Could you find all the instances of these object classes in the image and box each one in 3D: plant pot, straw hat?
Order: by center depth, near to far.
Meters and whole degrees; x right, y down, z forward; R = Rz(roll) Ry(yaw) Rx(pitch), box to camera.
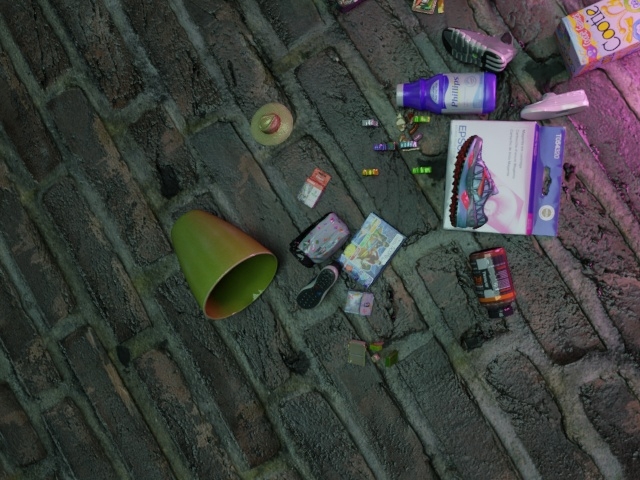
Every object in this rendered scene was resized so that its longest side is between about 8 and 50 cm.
[{"bbox_3d":[-0.330,0.045,1.792,0.293,0.274,0.275,45,101,24],"label":"plant pot"},{"bbox_3d":[-0.163,-0.371,1.823,0.144,0.061,0.145,0,92,13],"label":"straw hat"}]

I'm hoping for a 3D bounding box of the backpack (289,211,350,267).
[{"bbox_3d":[0.000,0.000,1.769,0.182,0.152,0.115,-43,88,-2],"label":"backpack"}]

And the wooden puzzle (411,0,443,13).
[{"bbox_3d":[0.314,-0.719,1.727,0.116,0.014,0.079,9,94,13],"label":"wooden puzzle"}]

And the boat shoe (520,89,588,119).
[{"bbox_3d":[0.661,-0.389,1.638,0.184,0.066,0.063,-9,76,15],"label":"boat shoe"}]

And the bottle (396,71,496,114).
[{"bbox_3d":[0.365,-0.428,1.685,0.282,0.092,0.118,3,94,13],"label":"bottle"}]

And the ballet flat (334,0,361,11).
[{"bbox_3d":[0.129,-0.765,1.739,0.203,0.074,0.074,-32,85,12],"label":"ballet flat"}]

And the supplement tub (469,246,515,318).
[{"bbox_3d":[0.501,0.123,1.668,0.105,0.106,0.198,-13,89,13],"label":"supplement tub"}]

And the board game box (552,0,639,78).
[{"bbox_3d":[0.800,-0.574,1.556,0.275,0.142,0.145,-22,87,12],"label":"board game box"}]

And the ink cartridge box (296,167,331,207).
[{"bbox_3d":[-0.022,-0.166,1.815,0.062,0.029,0.115,32,99,10],"label":"ink cartridge box"}]

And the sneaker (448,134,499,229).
[{"bbox_3d":[0.438,-0.162,1.623,0.125,0.104,0.262,6,99,-3],"label":"sneaker"}]

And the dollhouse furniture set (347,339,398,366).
[{"bbox_3d":[0.161,0.351,1.796,0.151,0.058,0.076,6,101,32],"label":"dollhouse furniture set"}]

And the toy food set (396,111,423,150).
[{"bbox_3d":[0.271,-0.332,1.749,0.077,0.019,0.122,-4,87,13],"label":"toy food set"}]

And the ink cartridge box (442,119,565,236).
[{"bbox_3d":[0.530,-0.180,1.671,0.329,0.071,0.325,4,92,14],"label":"ink cartridge box"}]

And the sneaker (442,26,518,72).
[{"bbox_3d":[0.472,-0.572,1.673,0.132,0.086,0.228,-36,59,-20],"label":"sneaker"}]

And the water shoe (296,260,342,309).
[{"bbox_3d":[0.002,0.144,1.803,0.073,0.080,0.203,46,126,3],"label":"water shoe"}]

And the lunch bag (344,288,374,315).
[{"bbox_3d":[0.120,0.191,1.785,0.083,0.053,0.071,12,96,3],"label":"lunch bag"}]

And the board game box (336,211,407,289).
[{"bbox_3d":[0.155,0.032,1.779,0.136,0.035,0.201,37,100,9],"label":"board game box"}]

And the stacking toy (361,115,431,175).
[{"bbox_3d":[0.225,-0.280,1.727,0.221,0.052,0.167,0,93,25],"label":"stacking toy"}]
